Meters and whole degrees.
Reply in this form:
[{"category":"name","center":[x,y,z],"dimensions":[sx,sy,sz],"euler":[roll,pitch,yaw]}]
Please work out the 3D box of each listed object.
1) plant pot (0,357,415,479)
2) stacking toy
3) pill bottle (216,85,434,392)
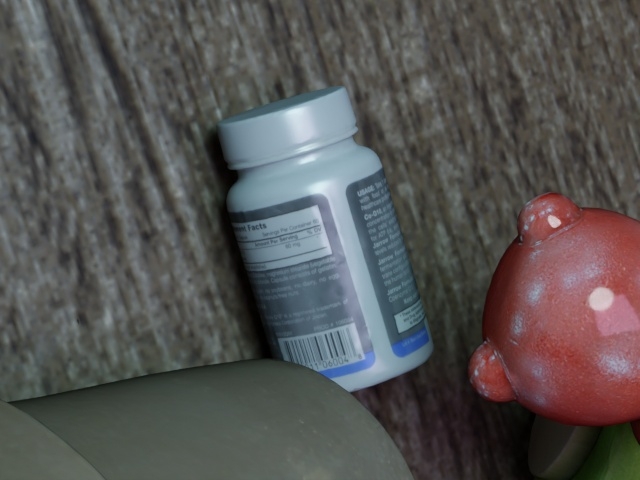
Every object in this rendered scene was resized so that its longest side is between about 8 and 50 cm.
[{"category":"plant pot","center":[-0.075,0.157,0.783],"dimensions":[0.229,0.263,0.263],"euler":[-24,101,-43]},{"category":"stacking toy","center":[0.094,0.133,0.860],"dimensions":[0.130,0.279,0.309],"euler":[17,84,-9]},{"category":"pill bottle","center":[0.000,0.000,0.900],"dimensions":[0.078,0.078,0.137],"euler":[-20,98,-26]}]
